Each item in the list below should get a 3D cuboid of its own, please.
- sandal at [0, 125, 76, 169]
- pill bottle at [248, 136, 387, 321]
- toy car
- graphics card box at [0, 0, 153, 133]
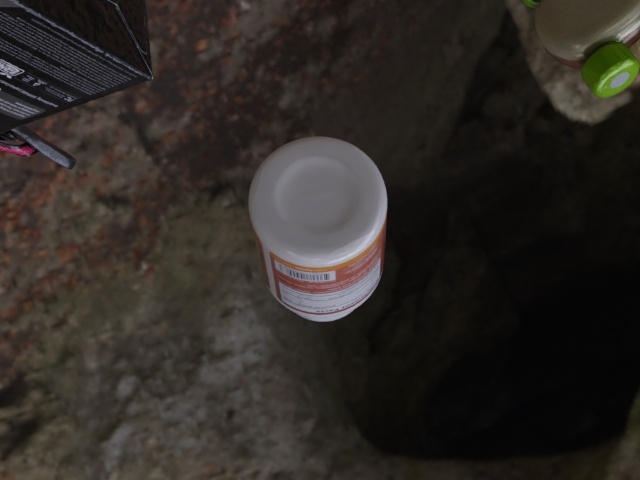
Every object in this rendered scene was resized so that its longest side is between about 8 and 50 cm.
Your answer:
[{"bbox_3d":[-0.325,-0.107,1.357,0.040,0.067,0.179,-54,141,0],"label":"sandal"},{"bbox_3d":[0.000,0.000,1.207,0.121,0.121,0.216,-20,160,-6],"label":"pill bottle"},{"bbox_3d":[0.304,-0.212,1.308,0.149,0.155,0.188,-37,151,12],"label":"toy car"},{"bbox_3d":[-0.332,-0.131,0.907,0.370,0.094,0.233,-15,161,25],"label":"graphics card box"}]
